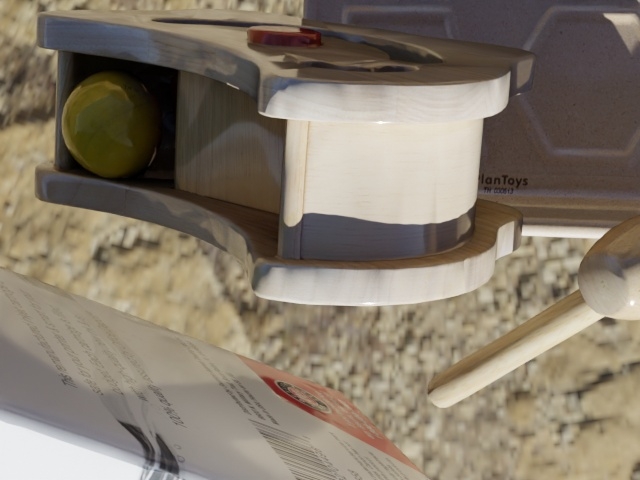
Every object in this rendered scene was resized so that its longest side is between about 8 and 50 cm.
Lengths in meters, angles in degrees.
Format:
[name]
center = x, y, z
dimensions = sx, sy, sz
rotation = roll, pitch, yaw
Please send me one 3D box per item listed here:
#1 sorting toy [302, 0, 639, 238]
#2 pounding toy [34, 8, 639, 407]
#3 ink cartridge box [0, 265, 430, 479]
[sorting toy]
center = 0.085, -0.105, 0.880
dimensions = 0.193, 0.038, 0.208
rotation = 3, 86, 20
[pounding toy]
center = 0.000, 0.000, 0.742
dimensions = 0.269, 0.154, 0.154
rotation = 13, 106, 35
[ink cartridge box]
center = -0.091, 0.098, 0.748
dimensions = 0.273, 0.197, 0.114
rotation = 23, 97, -27
